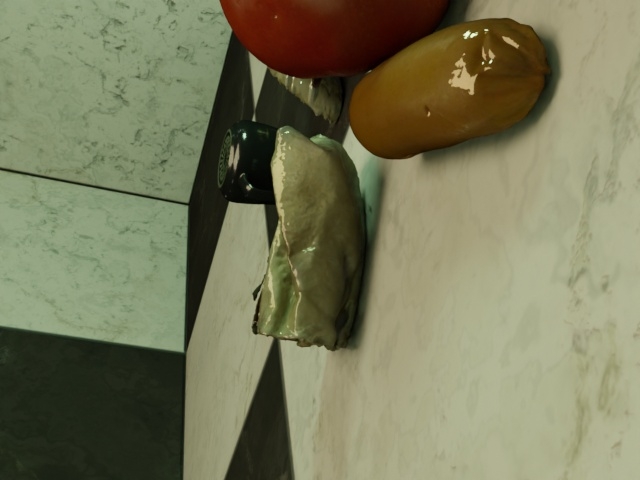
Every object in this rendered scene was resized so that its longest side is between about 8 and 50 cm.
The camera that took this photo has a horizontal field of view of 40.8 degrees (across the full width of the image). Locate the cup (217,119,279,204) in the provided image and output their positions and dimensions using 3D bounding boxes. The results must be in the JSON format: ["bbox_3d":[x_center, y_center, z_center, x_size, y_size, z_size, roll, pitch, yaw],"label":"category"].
[{"bbox_3d":[-0.109,-0.136,1.731,0.223,0.176,0.169,-107,33,-55],"label":"cup"}]

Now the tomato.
[{"bbox_3d":[0.015,-0.373,1.151,0.321,0.321,0.321,-169,90,-75],"label":"tomato"}]

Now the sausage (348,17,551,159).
[{"bbox_3d":[0.136,-0.169,0.973,0.354,0.116,0.134,-9,61,70],"label":"sausage"}]

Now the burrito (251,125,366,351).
[{"bbox_3d":[-0.001,0.000,1.298,0.135,0.190,0.332,6,88,40],"label":"burrito"}]

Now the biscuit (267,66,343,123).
[{"bbox_3d":[-0.040,-0.346,1.666,0.084,0.179,0.281,-49,34,23],"label":"biscuit"}]
